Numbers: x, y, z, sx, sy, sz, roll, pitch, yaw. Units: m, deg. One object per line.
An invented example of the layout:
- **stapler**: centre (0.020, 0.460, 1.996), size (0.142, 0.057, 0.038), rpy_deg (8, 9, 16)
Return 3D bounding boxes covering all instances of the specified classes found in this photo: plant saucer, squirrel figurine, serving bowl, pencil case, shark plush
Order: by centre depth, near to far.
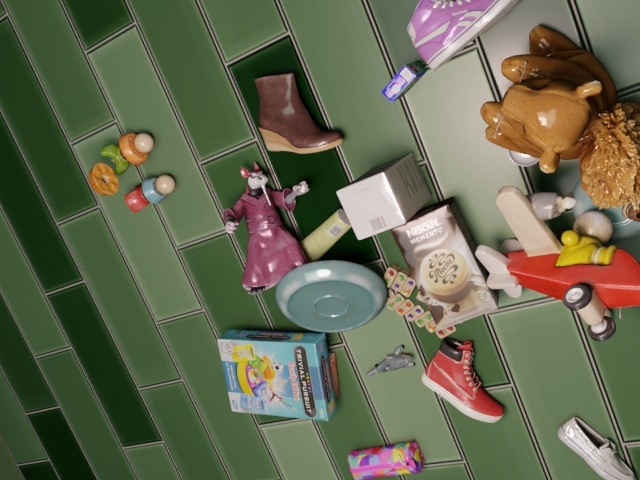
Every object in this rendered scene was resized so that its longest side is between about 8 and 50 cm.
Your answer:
- **squirrel figurine**: centre (0.533, -0.246, 1.376), size (0.397, 0.370, 0.281), rpy_deg (32, 110, 7)
- **plant saucer**: centre (0.691, -0.087, 1.571), size (0.195, 0.037, 0.194), rpy_deg (8, 111, 22)
- **serving bowl**: centre (0.496, -0.222, 1.614), size (0.083, 0.027, 0.083), rpy_deg (8, 111, 22)
- **plant saucer**: centre (0.030, 0.171, 1.866), size (0.318, 0.043, 0.317), rpy_deg (0, 139, 0)
- **shark plush**: centre (0.196, 0.358, 1.947), size (0.161, 0.067, 0.073), rpy_deg (-16, 102, 28)
- **pencil case**: centre (0.199, 0.676, 2.049), size (0.236, 0.104, 0.104), rpy_deg (-21, 99, 30)

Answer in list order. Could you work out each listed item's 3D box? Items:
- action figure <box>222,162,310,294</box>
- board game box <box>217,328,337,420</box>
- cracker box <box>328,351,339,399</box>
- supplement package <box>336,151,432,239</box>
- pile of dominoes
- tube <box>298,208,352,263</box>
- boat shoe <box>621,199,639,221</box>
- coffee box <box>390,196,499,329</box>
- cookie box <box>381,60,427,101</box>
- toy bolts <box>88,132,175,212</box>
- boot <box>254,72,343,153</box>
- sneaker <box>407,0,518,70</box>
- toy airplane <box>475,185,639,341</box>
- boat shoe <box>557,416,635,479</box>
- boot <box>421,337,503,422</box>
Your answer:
- **action figure**: centre (-0.148, -0.044, 1.925), size (0.248, 0.276, 0.369), rpy_deg (-13, 86, -7)
- **board game box**: centre (-0.133, 0.405, 2.032), size (0.336, 0.079, 0.253), rpy_deg (-2, 107, 26)
- **cracker box**: centre (-0.062, 0.420, 2.090), size (0.232, 0.067, 0.155), rpy_deg (4, 110, 25)
- **supplement package**: centre (0.167, -0.116, 1.679), size (0.139, 0.244, 0.133), rpy_deg (-20, 99, 30)
- **pile of dominoes**: centre (0.287, 0.159, 1.847), size (0.251, 0.040, 0.195), rpy_deg (30, 118, 12)
- **tube**: centre (0.000, 0.000, 1.913), size (0.062, 0.070, 0.240), rpy_deg (24, 130, -28)
- **boat shoe**: centre (0.777, -0.054, 1.508), size (0.178, 0.060, 0.064), rpy_deg (7, 111, -1)
- **coffee box**: centre (0.323, 0.058, 1.730), size (0.168, 0.119, 0.297), rpy_deg (-25, 96, 21)
- **cookie box**: centre (0.206, -0.391, 1.638), size (0.040, 0.107, 0.092), rpy_deg (46, 121, 2)
- **toy bolts**: centre (-0.555, -0.197, 2.022), size (0.159, 0.218, 0.228), rpy_deg (-22, 117, 23)
- **boot**: centre (-0.063, -0.342, 1.789), size (0.249, 0.090, 0.206), rpy_deg (4, 113, 27)
- **sneaker**: centre (0.320, -0.538, 1.536), size (0.282, 0.102, 0.161), rpy_deg (-34, 89, 31)
- **toy airplane**: centre (0.564, 0.042, 1.558), size (0.384, 0.386, 0.272), rpy_deg (37, 81, 17)
- **boat shoe**: centre (0.740, 0.558, 1.764), size (0.226, 0.083, 0.075), rpy_deg (35, 121, 10)
- **boot**: centre (0.419, 0.379, 1.846), size (0.244, 0.088, 0.176), rpy_deg (32, 117, 15)
